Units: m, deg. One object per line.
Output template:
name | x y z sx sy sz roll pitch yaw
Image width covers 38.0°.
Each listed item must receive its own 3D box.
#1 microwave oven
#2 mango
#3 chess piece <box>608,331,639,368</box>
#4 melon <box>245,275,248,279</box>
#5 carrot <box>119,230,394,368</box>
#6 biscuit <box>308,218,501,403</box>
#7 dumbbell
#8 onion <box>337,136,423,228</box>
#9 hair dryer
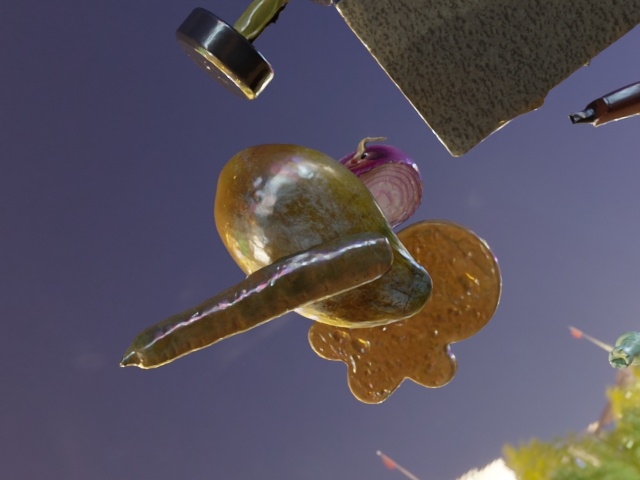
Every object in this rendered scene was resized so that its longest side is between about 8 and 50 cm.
microwave oven | 0.275 -0.389 1.406 0.432 0.236 0.374 -38 -68 13
mango | 0.000 0.000 1.209 0.193 0.316 0.146 -53 -2 10
chess piece | 0.594 0.217 1.799 0.103 0.067 0.067 -13 -55 -55
melon | -0.108 0.115 2.262 0.139 0.202 0.093 24 -119 -24
carrot | -0.073 0.066 1.071 0.342 0.070 0.070 -22 -44 -14
biscuit | 0.146 0.114 1.570 0.355 0.275 0.052 -48 -6 19
dumbbell | -0.109 -0.452 1.801 0.322 0.204 0.204 -52 -33 -4
onion | 0.094 -0.105 1.886 0.207 0.200 0.200 -54 -33 -2
hair dryer | 0.584 -0.280 1.599 0.340 0.123 0.312 -19 -25 -16
